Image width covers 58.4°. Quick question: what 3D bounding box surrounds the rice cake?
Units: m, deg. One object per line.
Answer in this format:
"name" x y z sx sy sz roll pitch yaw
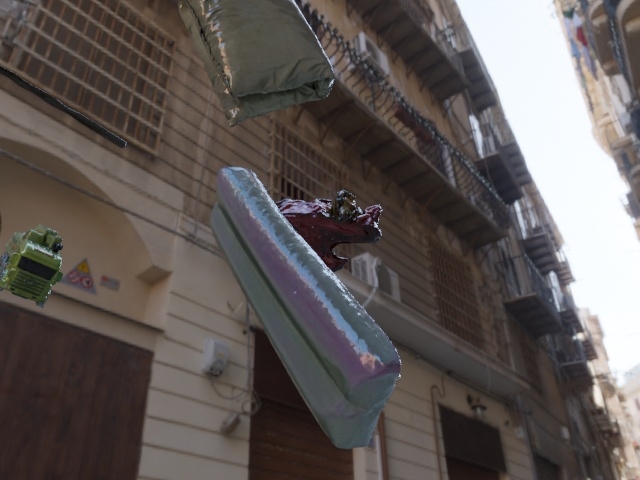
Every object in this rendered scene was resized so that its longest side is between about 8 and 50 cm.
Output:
"rice cake" -0.023 0.031 0.397 0.042 0.222 0.080 -13 -46 -27

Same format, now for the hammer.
"hammer" -0.397 -0.210 0.793 0.058 0.029 0.292 -17 -38 41

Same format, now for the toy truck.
"toy truck" -0.439 0.028 0.874 0.077 0.100 0.169 30 -4 -30

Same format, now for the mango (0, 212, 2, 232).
"mango" -0.271 -0.036 0.381 0.127 0.063 0.077 39 -91 -30

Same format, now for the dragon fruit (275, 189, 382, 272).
"dragon fruit" -0.011 -0.007 0.749 0.192 0.123 0.092 -3 -15 37

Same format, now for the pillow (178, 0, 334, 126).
"pillow" -0.071 -0.216 0.612 0.134 0.181 0.078 -15 -19 -26
